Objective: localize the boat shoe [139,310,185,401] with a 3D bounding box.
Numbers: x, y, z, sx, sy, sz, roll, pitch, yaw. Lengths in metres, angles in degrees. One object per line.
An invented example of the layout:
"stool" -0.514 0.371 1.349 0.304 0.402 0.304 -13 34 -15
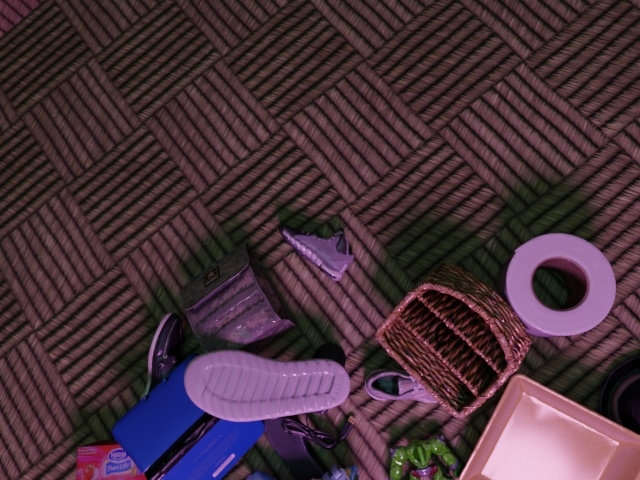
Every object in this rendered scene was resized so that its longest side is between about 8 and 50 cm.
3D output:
"boat shoe" -0.417 0.374 1.438 0.112 0.127 0.340 11 81 11

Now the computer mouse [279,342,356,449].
"computer mouse" 0.029 0.414 1.360 0.184 0.060 0.262 32 70 -5

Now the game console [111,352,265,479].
"game console" -0.339 0.498 1.360 0.293 0.250 0.173 -42 33 -22

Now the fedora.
"fedora" 0.837 0.415 1.184 0.333 0.152 0.334 -2 78 10

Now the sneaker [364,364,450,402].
"sneaker" 0.241 0.371 1.319 0.262 0.121 0.099 -8 76 8

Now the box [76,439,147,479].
"box" -0.518 0.609 1.406 0.256 0.122 0.128 -7 76 9

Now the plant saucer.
"plant saucer" 0.542 0.527 1.227 0.332 0.081 0.333 27 97 14

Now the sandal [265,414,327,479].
"sandal" -0.067 0.551 1.379 0.097 0.054 0.255 -30 84 10

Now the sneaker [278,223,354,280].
"sneaker" 0.000 0.000 1.471 0.228 0.086 0.132 40 82 5

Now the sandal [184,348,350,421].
"sandal" -0.135 0.375 1.309 0.415 0.102 0.170 5 70 -1

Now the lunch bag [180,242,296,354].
"lunch bag" -0.242 0.173 1.431 0.235 0.169 0.287 -35 67 5

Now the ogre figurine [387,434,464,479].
"ogre figurine" 0.257 0.559 1.291 0.196 0.097 0.118 -15 87 18

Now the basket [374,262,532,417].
"basket" 0.326 0.230 1.246 0.223 0.214 0.299 -32 70 -37

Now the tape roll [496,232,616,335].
"tape roll" 0.575 0.117 1.288 0.245 0.169 0.246 -2 77 11

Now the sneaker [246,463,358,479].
"sneaker" -0.020 0.622 1.292 0.318 0.127 0.208 26 74 24
